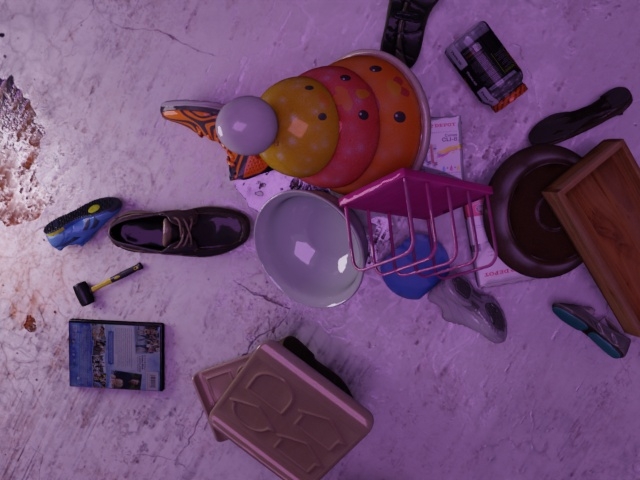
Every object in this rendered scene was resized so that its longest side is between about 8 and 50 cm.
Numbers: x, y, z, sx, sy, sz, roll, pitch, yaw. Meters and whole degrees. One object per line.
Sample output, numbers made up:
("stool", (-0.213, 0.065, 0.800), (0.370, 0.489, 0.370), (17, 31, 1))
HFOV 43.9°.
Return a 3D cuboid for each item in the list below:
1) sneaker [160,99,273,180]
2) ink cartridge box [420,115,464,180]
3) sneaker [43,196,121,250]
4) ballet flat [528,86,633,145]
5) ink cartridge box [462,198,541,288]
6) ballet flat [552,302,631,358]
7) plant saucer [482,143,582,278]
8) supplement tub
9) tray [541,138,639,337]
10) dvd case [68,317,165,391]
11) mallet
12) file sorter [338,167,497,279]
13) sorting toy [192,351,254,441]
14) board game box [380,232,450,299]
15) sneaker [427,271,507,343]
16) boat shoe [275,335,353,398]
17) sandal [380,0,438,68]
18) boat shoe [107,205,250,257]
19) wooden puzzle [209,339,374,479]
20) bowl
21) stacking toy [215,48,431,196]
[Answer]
("sneaker", (-0.236, -0.237, 1.905), (0.321, 0.124, 0.180), (10, 97, 5))
("ink cartridge box", (0.267, -0.201, 1.856), (0.128, 0.127, 0.176), (-4, 96, 7))
("sneaker", (-0.589, -0.040, 2.006), (0.209, 0.069, 0.082), (-25, 127, 0))
("ballet flat", (0.607, -0.277, 1.847), (0.249, 0.058, 0.084), (-27, 50, 8))
("ink cartridge box", (0.432, -0.007, 1.882), (0.158, 0.092, 0.218), (-10, 94, 7))
("ballet flat", (0.653, 0.200, 1.908), (0.213, 0.072, 0.068), (37, 72, -1))
("plant saucer", (0.523, -0.065, 1.810), (0.310, 0.050, 0.311), (-1, 95, -12))
("supplement tub", (0.384, -0.396, 1.824), (0.117, 0.117, 0.190), (-36, 92, 9))
("tray", (0.685, -0.003, 1.795), (0.203, 0.076, 0.411), (-38, 105, -11))
("dvd case", (-0.528, 0.296, 2.056), (0.253, 0.022, 0.180), (2, 97, 6))
("mallet", (-0.546, 0.097, 2.029), (0.189, 0.039, 0.062), (-33, 91, 4))
("file sorter", (0.222, -0.022, 1.733), (0.202, 0.290, 0.182), (-23, 68, 46))
("sorting toy", (-0.200, 0.396, 2.031), (0.208, 0.038, 0.193), (-21, 95, 4))
("board game box", (0.233, 0.062, 1.943), (0.133, 0.033, 0.168), (45, 104, -6))
("sneaker", (0.355, 0.173, 1.927), (0.232, 0.090, 0.115), (42, 136, -14))
("boat shoe", (-0.025, 0.368, 1.982), (0.104, 0.111, 0.307), (-30, 103, 38))
("sandal", (0.210, -0.546, 1.845), (0.120, 0.086, 0.303), (20, 114, -3))
("boat shoe", (-0.351, -0.013, 1.942), (0.355, 0.130, 0.132), (-4, 97, 6))
("wooden puzzle", (-0.073, 0.421, 1.925), (0.322, 0.080, 0.348), (36, 127, 1))
("bowl", (0.000, 0.000, 1.881), (0.297, 0.134, 0.298), (14, 120, 26))
("stacking toy", (-0.023, -0.232, 1.670), (0.350, 0.479, 0.351), (9, 103, 39))
